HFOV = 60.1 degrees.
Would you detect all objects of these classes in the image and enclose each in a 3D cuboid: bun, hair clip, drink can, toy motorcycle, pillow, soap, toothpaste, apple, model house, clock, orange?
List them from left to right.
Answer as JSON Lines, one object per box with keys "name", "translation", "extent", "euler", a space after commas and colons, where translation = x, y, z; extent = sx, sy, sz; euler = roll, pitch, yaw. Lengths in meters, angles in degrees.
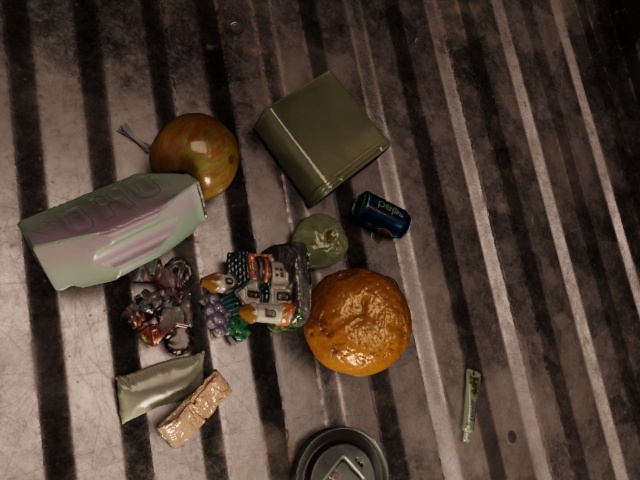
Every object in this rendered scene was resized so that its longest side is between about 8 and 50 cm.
{"name": "soap", "translation": [-0.542, -0.042, 1.502], "extent": [0.446, 0.261, 0.156], "euler": [-28, 129, -27]}
{"name": "hair clip", "translation": [-0.569, -0.317, 1.702], "extent": [0.115, 0.039, 0.030], "euler": [38, 69, -14]}
{"name": "toy motorcycle", "translation": [-0.466, 0.128, 1.582], "extent": [0.207, 0.134, 0.401], "euler": [4, 76, -30]}
{"name": "pillow", "translation": [-0.438, 0.410, 1.549], "extent": [0.253, 0.078, 0.144], "euler": [-13, 101, -28]}
{"name": "pillow", "translation": [-0.350, 0.476, 1.564], "extent": [0.232, 0.043, 0.126], "euler": [-43, 140, -27]}
{"name": "apple", "translation": [-0.369, -0.258, 1.662], "extent": [0.264, 0.264, 0.265], "euler": [7, 74, -23]}
{"name": "hair clip", "translation": [-0.294, 0.240, 1.682], "extent": [0.195, 0.052, 0.124], "euler": [42, 53, -16]}
{"name": "model house", "translation": [-0.201, 0.131, 1.650], "extent": [0.300, 0.190, 0.272], "euler": [7, 73, -31]}
{"name": "bun", "translation": [0.000, 0.000, 1.840], "extent": [0.195, 0.118, 0.196], "euler": [5, 77, -22]}
{"name": "clock", "translation": [0.060, 0.740, 1.700], "extent": [0.324, 0.067, 0.325], "euler": [7, 74, -24]}
{"name": "orange", "translation": [0.112, 0.255, 1.729], "extent": [0.340, 0.293, 0.341], "euler": [3, 70, -7]}
{"name": "drink can", "translation": [0.217, -0.087, 1.963], "extent": [0.204, 0.118, 0.118], "euler": [24, 68, -17]}
{"name": "toothpaste", "translation": [0.535, 0.590, 1.981], "extent": [0.067, 0.037, 0.256], "euler": [23, 64, -18]}

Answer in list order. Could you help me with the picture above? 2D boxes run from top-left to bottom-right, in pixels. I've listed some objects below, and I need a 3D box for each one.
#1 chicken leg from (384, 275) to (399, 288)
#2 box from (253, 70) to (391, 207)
{"name": "chicken leg", "translation": [0.251, 0.208, 1.936], "extent": [0.093, 0.070, 0.178], "euler": [-35, 102, -22]}
{"name": "box", "translation": [0.008, -0.355, 1.906], "extent": [0.352, 0.177, 0.344], "euler": [-38, 93, -27]}
